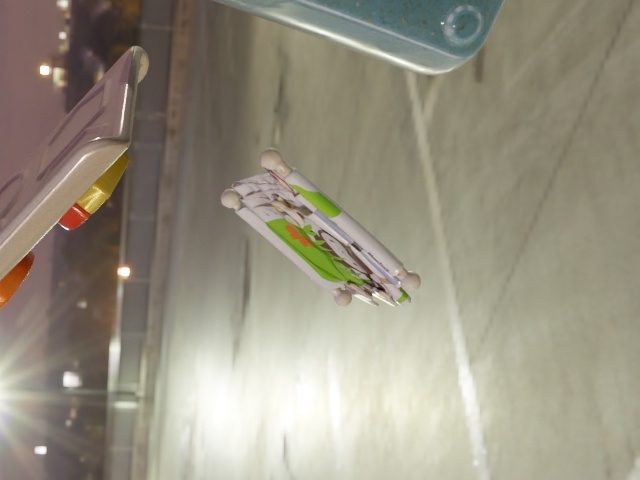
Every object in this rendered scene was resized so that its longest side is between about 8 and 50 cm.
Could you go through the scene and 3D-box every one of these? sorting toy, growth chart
[{"bbox_3d":[-0.177,-0.025,0.797,0.193,0.038,0.208,-44,18,15],"label":"sorting toy"},{"bbox_3d":[0.000,0.000,0.979,0.021,0.172,0.237,-52,8,-12],"label":"growth chart"}]

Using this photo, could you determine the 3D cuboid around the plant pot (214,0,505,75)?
[{"bbox_3d":[0.024,-0.240,0.816,0.248,0.247,0.252,-64,31,18],"label":"plant pot"}]
